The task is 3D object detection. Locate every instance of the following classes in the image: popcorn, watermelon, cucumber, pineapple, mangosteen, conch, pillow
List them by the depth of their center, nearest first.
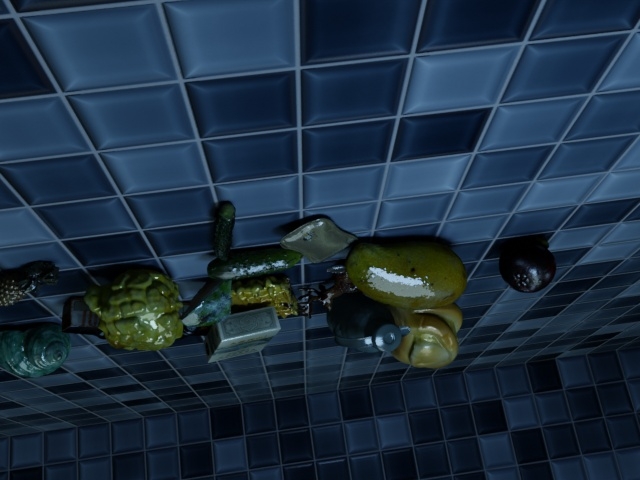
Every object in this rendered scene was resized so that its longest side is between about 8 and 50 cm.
[{"bbox_3d":[-0.204,-0.011,1.485,0.044,0.043,0.256,1,158,-10],"label":"cucumber"},{"bbox_3d":[-0.642,0.091,1.543,0.159,0.074,0.074,-21,156,16],"label":"pineapple"},{"bbox_3d":[0.000,0.001,1.600,0.130,0.033,0.217,-28,154,14],"label":"pillow"},{"bbox_3d":[-0.149,0.051,1.631,0.228,0.069,0.069,-9,159,-8],"label":"cucumber"},{"bbox_3d":[-0.434,0.166,1.656,0.217,0.181,0.235,-2,153,-7],"label":"popcorn"},{"bbox_3d":[-0.282,0.166,1.761,0.080,0.101,0.155,1,-147,39],"label":"watermelon"},{"bbox_3d":[0.546,0.060,1.847,0.153,0.152,0.152,-8,159,-3],"label":"mangosteen"},{"bbox_3d":[-0.777,0.298,1.921,0.202,0.134,0.196,-18,158,25],"label":"conch"}]

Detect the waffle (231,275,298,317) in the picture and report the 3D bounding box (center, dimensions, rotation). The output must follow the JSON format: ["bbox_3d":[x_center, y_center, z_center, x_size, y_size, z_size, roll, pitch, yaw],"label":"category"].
[{"bbox_3d":[-0.162,0.162,1.920,0.283,0.065,0.309,12,154,-38],"label":"waffle"}]

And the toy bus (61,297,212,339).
[{"bbox_3d":[-0.472,0.211,1.876,0.409,0.092,0.093,7,156,-35],"label":"toy bus"}]

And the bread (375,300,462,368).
[{"bbox_3d":[0.296,0.228,2.012,0.211,0.270,0.315,-19,155,-13],"label":"bread"}]

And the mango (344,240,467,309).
[{"bbox_3d":[0.211,0.086,1.729,0.330,0.176,0.176,-1,-170,-25],"label":"mango"}]

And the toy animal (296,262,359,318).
[{"bbox_3d":[0.058,0.110,1.879,0.260,0.087,0.243,-6,146,-4],"label":"toy animal"}]

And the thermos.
[{"bbox_3d":[0.112,0.234,1.931,0.182,0.144,0.286,-13,-169,-16],"label":"thermos"}]

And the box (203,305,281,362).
[{"bbox_3d":[-0.220,0.261,1.935,0.164,0.069,0.256,-10,162,-21],"label":"box"}]
